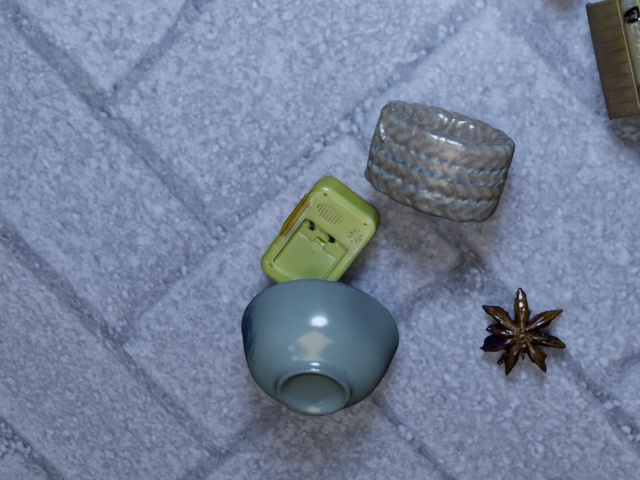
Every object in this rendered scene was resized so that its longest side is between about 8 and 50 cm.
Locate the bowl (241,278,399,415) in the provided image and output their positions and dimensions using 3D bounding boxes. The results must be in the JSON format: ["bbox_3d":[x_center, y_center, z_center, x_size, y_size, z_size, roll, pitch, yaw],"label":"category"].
[{"bbox_3d":[-0.009,0.215,1.602,0.289,0.146,0.289,4,133,4],"label":"bowl"}]

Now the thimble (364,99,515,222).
[{"bbox_3d":[0.192,-0.128,1.482,0.229,0.196,0.148,16,111,5],"label":"thimble"}]

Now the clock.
[{"bbox_3d":[0.000,0.000,1.616,0.143,0.096,0.202,38,110,0],"label":"clock"}]

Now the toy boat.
[{"bbox_3d":[0.502,-0.317,1.405,0.162,0.136,0.446,-11,100,10],"label":"toy boat"}]

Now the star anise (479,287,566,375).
[{"bbox_3d":[0.359,0.165,1.618,0.167,0.057,0.168,4,109,10],"label":"star anise"}]
